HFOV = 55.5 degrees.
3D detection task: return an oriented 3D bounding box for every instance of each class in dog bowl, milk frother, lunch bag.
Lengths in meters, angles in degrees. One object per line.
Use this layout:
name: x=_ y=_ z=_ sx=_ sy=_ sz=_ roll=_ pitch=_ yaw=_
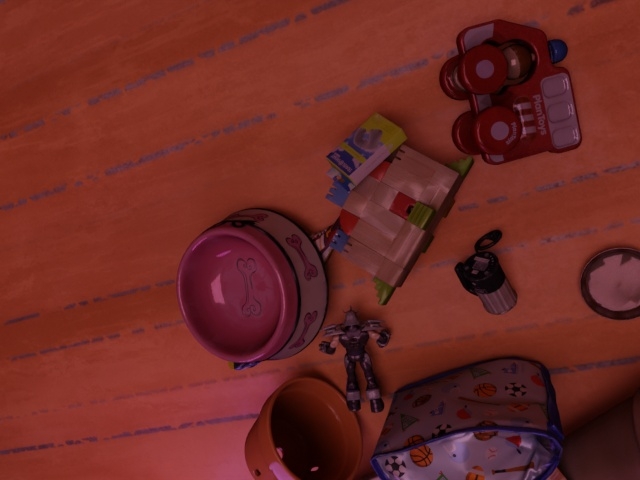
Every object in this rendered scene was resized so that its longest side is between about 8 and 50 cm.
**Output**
dog bowl: x=-0.190 y=0.126 z=1.545 sx=0.408 sy=0.150 sz=0.407 roll=5 pitch=100 yaw=30
milk frother: x=0.400 y=0.069 z=1.408 sx=0.143 sy=0.129 sz=0.134 roll=-42 pitch=126 yaw=-5
lunch bag: x=0.352 y=0.438 z=1.381 sx=0.386 sy=0.328 sz=0.239 roll=-29 pitch=97 yaw=21

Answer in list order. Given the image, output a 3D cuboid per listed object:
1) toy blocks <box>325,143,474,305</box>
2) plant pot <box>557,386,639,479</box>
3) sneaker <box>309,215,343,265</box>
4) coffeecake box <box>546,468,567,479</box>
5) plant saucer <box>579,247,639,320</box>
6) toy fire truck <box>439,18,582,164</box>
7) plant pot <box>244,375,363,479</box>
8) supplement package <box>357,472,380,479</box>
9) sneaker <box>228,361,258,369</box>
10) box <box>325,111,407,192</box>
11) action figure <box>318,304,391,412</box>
toy blocks: x=0.138 y=-0.081 z=1.404 sx=0.261 sy=0.191 sz=0.381 roll=31 pitch=96 yaw=18
plant pot: x=0.685 y=0.490 z=1.316 sx=0.280 sy=0.323 sz=0.323 roll=-32 pitch=91 yaw=38
sneaker: x=0.000 y=0.000 z=1.536 sx=0.084 sy=0.069 sz=0.185 roll=34 pitch=109 yaw=8
coffeecake box: x=0.511 y=0.593 z=1.325 sx=0.185 sy=0.068 sz=0.142 roll=52 pitch=150 yaw=7
plant saucer: x=0.667 y=0.095 z=1.355 sx=0.169 sy=0.029 sz=0.168 roll=4 pitch=103 yaw=18
toy fire truck: x=0.408 y=-0.315 z=1.292 sx=0.254 sy=0.169 sz=0.302 roll=-15 pitch=99 yaw=-3
plant pot: x=-0.063 y=0.528 z=1.587 sx=0.291 sy=0.291 sz=0.203 roll=49 pitch=130 yaw=2
supplement package: x=0.124 y=0.715 z=1.581 sx=0.293 sy=0.177 sz=0.175 roll=-31 pitch=71 yaw=23
sneaker: x=-0.183 y=0.316 z=1.684 sx=0.144 sy=0.059 sz=0.053 roll=-25 pitch=60 yaw=10
box: x=0.094 y=-0.200 z=1.365 sx=0.178 sy=0.042 sz=0.109 roll=-43 pitch=44 yaw=-1
action figure: x=0.091 y=0.297 z=1.551 sx=0.185 sy=0.099 sz=0.285 roll=-6 pitch=106 yaw=12
